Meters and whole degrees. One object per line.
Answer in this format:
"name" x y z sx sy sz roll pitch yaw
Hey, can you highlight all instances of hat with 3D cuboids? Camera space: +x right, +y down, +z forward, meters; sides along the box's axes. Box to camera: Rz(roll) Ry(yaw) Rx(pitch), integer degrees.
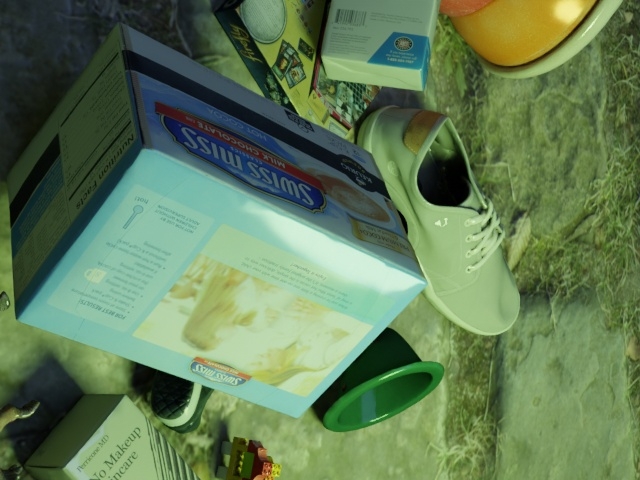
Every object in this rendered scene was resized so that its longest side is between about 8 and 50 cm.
"hat" 0.064 0.138 1.528 0.184 0.208 0.173 64 8 26

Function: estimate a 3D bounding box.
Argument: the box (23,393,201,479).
"box" -0.187 0.301 1.209 0.275 0.094 0.113 53 54 -23

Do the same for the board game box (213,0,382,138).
"board game box" -0.022 -0.248 1.447 0.165 0.042 0.243 -53 126 -32

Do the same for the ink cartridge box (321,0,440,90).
"ink cartridge box" 0.089 -0.322 1.424 0.078 0.134 0.231 60 41 -74

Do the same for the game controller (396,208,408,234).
"game controller" 0.000 0.000 1.456 0.319 0.067 0.167 23 74 -44

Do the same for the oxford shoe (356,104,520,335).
"oxford shoe" 0.206 -0.016 1.635 0.169 0.130 0.449 -57 129 -32

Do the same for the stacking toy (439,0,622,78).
"stacking toy" 0.177 -0.461 1.522 0.479 0.350 0.351 19 76 -29

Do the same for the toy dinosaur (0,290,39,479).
"toy dinosaur" -0.385 0.167 1.014 0.296 0.127 0.200 -48 114 -16

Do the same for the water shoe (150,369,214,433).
"water shoe" -0.149 0.130 1.311 0.080 0.072 0.203 72 35 -61

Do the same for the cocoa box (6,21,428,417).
"cocoa box" -0.110 -0.010 1.118 0.347 0.231 0.228 25 28 -33

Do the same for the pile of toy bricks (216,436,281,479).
"pile of toy bricks" -0.072 0.357 1.353 0.118 0.105 0.212 19 77 -46
